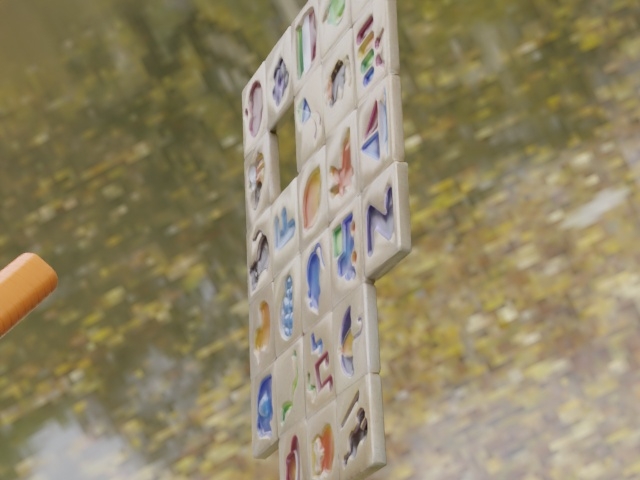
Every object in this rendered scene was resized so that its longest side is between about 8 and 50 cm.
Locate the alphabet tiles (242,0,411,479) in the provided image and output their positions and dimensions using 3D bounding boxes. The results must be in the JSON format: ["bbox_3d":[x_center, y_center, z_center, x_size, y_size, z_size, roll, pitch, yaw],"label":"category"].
[{"bbox_3d":[0.000,0.000,0.864,0.009,0.237,0.198,4,-21,-20],"label":"alphabet tiles"}]

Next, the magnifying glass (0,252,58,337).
[{"bbox_3d":[-0.201,0.061,1.005,0.026,0.092,0.231,-48,0,27],"label":"magnifying glass"}]
